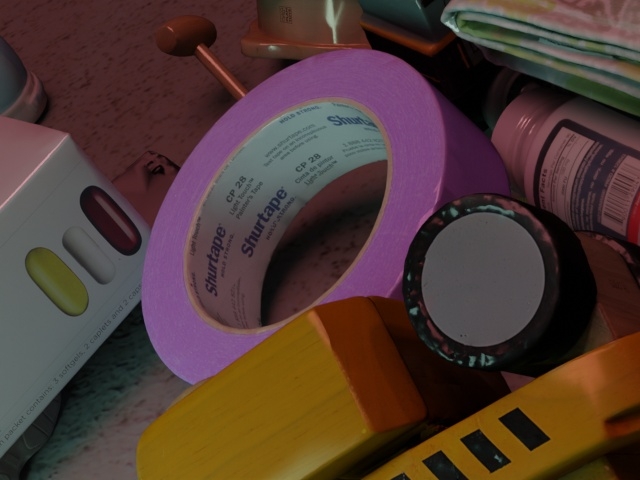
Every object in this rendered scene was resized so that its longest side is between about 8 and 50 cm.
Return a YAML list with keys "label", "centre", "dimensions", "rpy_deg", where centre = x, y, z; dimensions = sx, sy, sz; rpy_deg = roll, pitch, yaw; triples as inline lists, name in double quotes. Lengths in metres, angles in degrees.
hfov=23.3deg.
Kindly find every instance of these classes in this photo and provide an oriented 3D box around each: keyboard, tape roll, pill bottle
- label: "keyboard"
  centre: [-0.197, -0.002, 1.369]
  dimensions: [0.192, 0.038, 0.100]
  rpy_deg: [-41, 62, -14]
- label: "tape roll"
  centre: [0.000, 0.000, 1.123]
  dimensions: [0.275, 0.090, 0.275]
  rpy_deg: [-25, 48, 30]
- label: "pill bottle"
  centre: [0.206, -0.044, 1.083]
  dimensions: [0.108, 0.108, 0.180]
  rpy_deg: [-41, 40, -13]

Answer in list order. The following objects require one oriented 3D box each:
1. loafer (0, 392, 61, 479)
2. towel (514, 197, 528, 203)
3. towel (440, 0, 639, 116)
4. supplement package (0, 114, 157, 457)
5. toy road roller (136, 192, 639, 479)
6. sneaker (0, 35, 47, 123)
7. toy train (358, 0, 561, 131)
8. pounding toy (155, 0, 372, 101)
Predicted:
- label: "loafer"
  centre: [-0.246, 0.160, 1.206]
  dimensions: [0.039, 0.045, 0.125]
  rpy_deg: [-6, 47, 37]
- label: "towel"
  centre: [0.141, 0.000, 1.156]
  dimensions: [0.060, 0.009, 0.083]
  rpy_deg: [-13, 41, 22]
- label: "towel"
  centre: [0.299, -0.231, 1.041]
  dimensions: [0.320, 0.090, 0.374]
  rpy_deg: [29, 73, 42]
- label: "supplement package"
  centre: [-0.283, 0.043, 1.208]
  dimensions: [0.262, 0.145, 0.204]
  rpy_deg: [-50, 34, -17]
- label: "toy road roller"
  centre: [0.084, 0.141, 0.884]
  dimensions: [0.329, 0.202, 0.240]
  rpy_deg: [-33, 67, 22]
- label: "sneaker"
  centre: [-0.470, -0.122, 1.569]
  dimensions: [0.366, 0.150, 0.135]
  rpy_deg: [-27, 38, 5]
- label: "toy train"
  centre: [0.174, -0.223, 1.232]
  dimensions: [0.334, 0.190, 0.142]
  rpy_deg: [-41, 40, -12]
- label: "pounding toy"
  centre: [0.002, -0.183, 1.399]
  dimensions: [0.269, 0.155, 0.154]
  rpy_deg: [7, 22, 26]
